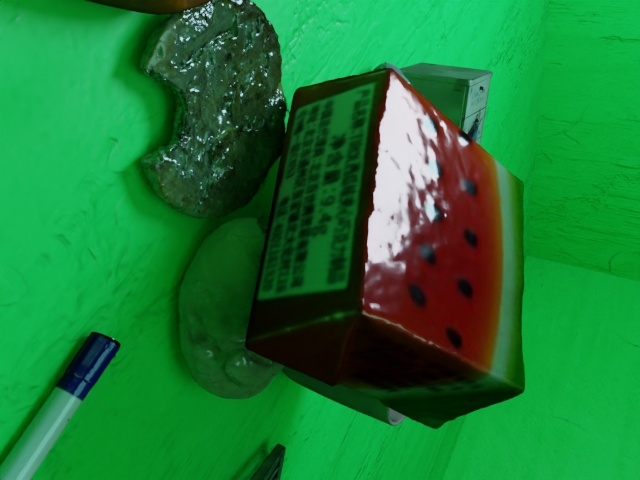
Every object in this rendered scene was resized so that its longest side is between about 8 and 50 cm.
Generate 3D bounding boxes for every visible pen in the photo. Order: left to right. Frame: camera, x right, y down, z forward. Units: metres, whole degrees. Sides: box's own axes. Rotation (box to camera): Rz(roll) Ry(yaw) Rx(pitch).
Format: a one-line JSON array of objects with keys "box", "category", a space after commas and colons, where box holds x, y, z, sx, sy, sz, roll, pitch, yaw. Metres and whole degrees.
[{"box": [-0.264, 0.201, 0.538, 0.269, 0.033, 0.033, -62, 151, -26], "category": "pen"}]

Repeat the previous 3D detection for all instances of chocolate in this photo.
[{"box": [0.107, 0.013, 0.757, 0.341, 0.161, 0.360, 29, 57, -35], "category": "chocolate"}]

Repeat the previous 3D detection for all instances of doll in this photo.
[{"box": [0.116, -0.244, 1.029, 0.180, 0.079, 0.094, 20, 70, -77], "category": "doll"}]

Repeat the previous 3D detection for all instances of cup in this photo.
[{"box": [0.042, 0.153, 0.932, 0.253, 0.200, 0.191, 39, 68, -63], "category": "cup"}]

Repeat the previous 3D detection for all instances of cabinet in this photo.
[{"box": [0.225, -0.218, 1.168, 0.145, 0.150, 0.206, -35, 133, -54], "category": "cabinet"}]

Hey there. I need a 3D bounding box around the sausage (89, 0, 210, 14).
[{"box": [-0.150, -0.230, 0.498, 0.179, 0.089, 0.089, -23, 123, -63], "category": "sausage"}]

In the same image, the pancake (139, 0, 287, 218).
[{"box": [-0.108, -0.142, 0.671, 0.253, 0.037, 0.253, -41, 139, -50], "category": "pancake"}]

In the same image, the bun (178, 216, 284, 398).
[{"box": [-0.075, 0.083, 0.758, 0.210, 0.116, 0.237, -44, 141, -48], "category": "bun"}]

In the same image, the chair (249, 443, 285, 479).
[{"box": [-0.082, 0.452, 0.883, 0.270, 0.147, 0.136, -35, 143, -52], "category": "chair"}]
